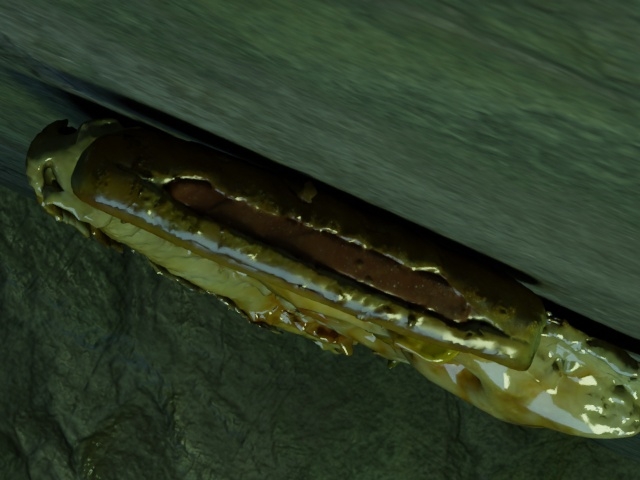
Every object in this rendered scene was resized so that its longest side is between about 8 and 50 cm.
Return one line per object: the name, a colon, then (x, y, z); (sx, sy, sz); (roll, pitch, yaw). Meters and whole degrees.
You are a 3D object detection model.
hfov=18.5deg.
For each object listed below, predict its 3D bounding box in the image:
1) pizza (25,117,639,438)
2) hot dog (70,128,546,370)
pizza: (0.003, 0.035, 1.360); (0.435, 0.080, 0.392); (25, 175, -6)
hot dog: (-0.002, 0.003, 1.114); (0.285, 0.061, 0.088); (23, 179, -12)
